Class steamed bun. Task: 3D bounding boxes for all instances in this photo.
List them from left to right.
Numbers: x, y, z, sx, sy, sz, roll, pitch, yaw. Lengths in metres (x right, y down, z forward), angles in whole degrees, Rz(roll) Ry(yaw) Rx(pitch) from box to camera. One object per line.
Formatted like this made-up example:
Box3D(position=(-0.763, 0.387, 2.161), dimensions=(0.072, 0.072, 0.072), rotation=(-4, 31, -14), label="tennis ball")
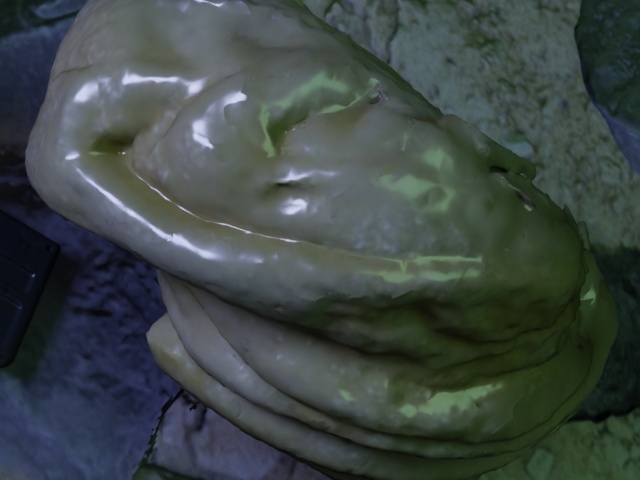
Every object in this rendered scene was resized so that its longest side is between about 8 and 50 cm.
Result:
Box3D(position=(0.005, 0.004, 1.056), dimensions=(0.325, 0.230, 0.372), rotation=(42, 8, 31), label="steamed bun")

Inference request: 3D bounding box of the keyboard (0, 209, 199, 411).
Box3D(position=(-0.233, -0.003, 1.026), dimensions=(0.381, 0.041, 0.103), rotation=(30, 58, -18), label="keyboard")
